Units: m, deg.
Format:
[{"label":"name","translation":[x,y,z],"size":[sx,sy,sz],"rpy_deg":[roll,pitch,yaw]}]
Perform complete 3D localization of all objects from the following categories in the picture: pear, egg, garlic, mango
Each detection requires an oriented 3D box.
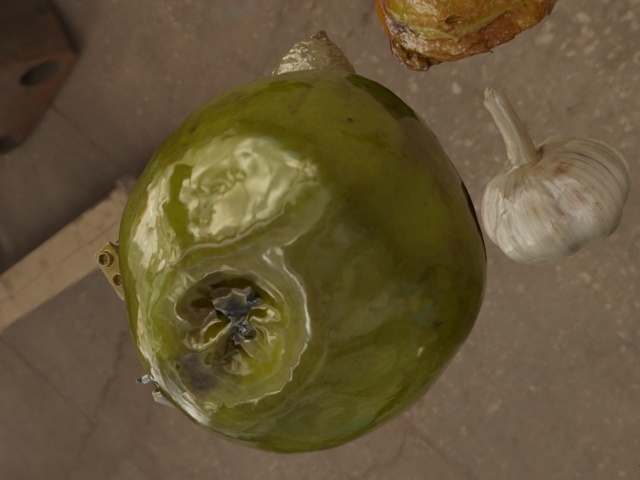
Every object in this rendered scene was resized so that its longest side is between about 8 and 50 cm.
[{"label":"pear","translation":[0.000,0.000,0.853],"size":[0.287,0.375,0.287],"rpy_deg":[13,119,25]},{"label":"egg","translation":[-0.007,-0.190,1.324],"size":[0.116,0.118,0.140],"rpy_deg":[7,112,20]},{"label":"garlic","translation":[0.273,-0.098,1.307],"size":[0.199,0.199,0.226],"rpy_deg":[-16,109,49]},{"label":"mango","translation":[0.210,-0.347,1.237],"size":[0.199,0.350,0.201],"rpy_deg":[43,155,2]}]

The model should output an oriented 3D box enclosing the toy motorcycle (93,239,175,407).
[{"label":"toy motorcycle","translation":[-0.156,0.088,1.091],"size":[0.094,0.129,0.229],"rpy_deg":[-41,79,26]}]
